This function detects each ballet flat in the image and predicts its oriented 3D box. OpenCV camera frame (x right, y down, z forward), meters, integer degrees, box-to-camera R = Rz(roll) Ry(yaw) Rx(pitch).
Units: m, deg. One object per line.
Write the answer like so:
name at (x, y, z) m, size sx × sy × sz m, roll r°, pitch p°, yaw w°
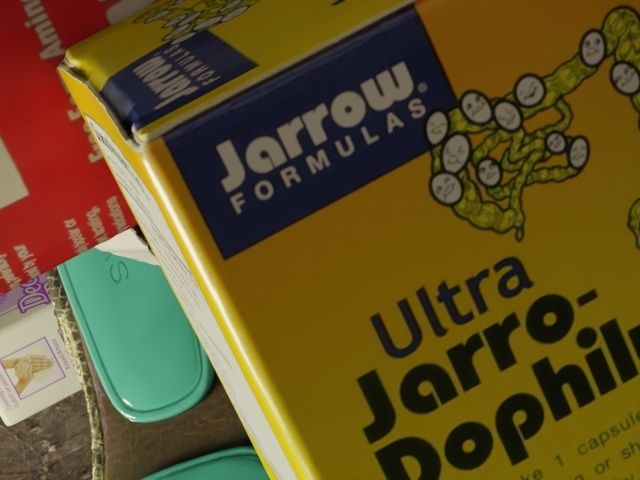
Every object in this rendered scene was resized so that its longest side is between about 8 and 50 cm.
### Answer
ballet flat at (-0.076, 0.142, 1.211) m, size 0.182 × 0.164 × 0.483 m, roll 37°, pitch -144°, yaw -66°

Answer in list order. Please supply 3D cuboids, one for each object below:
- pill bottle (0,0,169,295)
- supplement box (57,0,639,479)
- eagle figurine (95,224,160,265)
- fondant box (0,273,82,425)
pill bottle at (-0.152, -0.101, 0.854) m, size 0.229 × 0.407 × 0.229 m, roll 60°, pitch 172°, yaw 14°
supplement box at (0.069, 0.051, 0.733) m, size 0.356 × 0.195 × 0.194 m, roll 64°, pitch 172°, yaw -20°
eagle figurine at (0.004, -0.009, 1.005) m, size 0.225 × 0.226 × 0.298 m, roll 98°, pitch 154°, yaw -42°
fondant box at (-0.167, -0.015, 1.534) m, size 0.238 × 0.330 × 0.096 m, roll 52°, pitch 167°, yaw 50°
